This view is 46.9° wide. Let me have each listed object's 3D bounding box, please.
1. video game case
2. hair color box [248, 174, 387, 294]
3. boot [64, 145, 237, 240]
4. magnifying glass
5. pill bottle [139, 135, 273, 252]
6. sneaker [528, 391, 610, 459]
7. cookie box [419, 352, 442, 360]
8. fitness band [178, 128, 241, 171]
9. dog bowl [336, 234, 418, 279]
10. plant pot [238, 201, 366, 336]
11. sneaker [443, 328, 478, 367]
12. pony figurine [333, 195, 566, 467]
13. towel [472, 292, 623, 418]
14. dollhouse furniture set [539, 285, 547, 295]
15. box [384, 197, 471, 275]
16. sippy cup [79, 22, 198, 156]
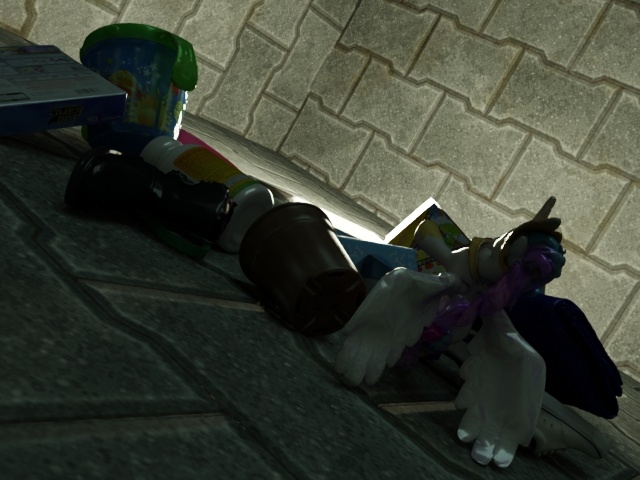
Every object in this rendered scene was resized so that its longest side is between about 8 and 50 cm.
[{"bbox_3d":[-0.528,-0.272,1.305,0.244,0.061,0.269,35,34,28],"label":"video game case"},{"bbox_3d":[0.000,0.000,1.622,0.374,0.113,0.185,23,11,-34],"label":"hair color box"},{"bbox_3d":[-0.247,-0.067,1.133,0.207,0.094,0.246,22,11,5],"label":"boot"},{"bbox_3d":[-0.275,-0.039,1.229,0.231,0.026,0.092,33,9,25],"label":"magnifying glass"},{"bbox_3d":[-0.219,-0.095,1.361,0.246,0.136,0.136,34,9,24],"label":"pill bottle"},{"bbox_3d":[0.355,0.295,1.161,0.258,0.091,0.094,35,-1,-26],"label":"sneaker"},{"bbox_3d":[0.169,0.178,1.383,0.107,0.040,0.092,35,12,39],"label":"cookie box"},{"bbox_3d":[-0.275,-0.184,1.770,0.209,0.054,0.291,37,-7,-14],"label":"fitness band"},{"bbox_3d":[0.068,0.036,1.468,0.297,0.074,0.166,10,-4,-31],"label":"dog bowl"},{"bbox_3d":[-0.022,0.051,1.140,0.167,0.167,0.165,23,18,-37],"label":"plant pot"},{"bbox_3d":[0.232,0.179,1.309,0.217,0.079,0.121,40,-8,42],"label":"sneaker"},{"bbox_3d":[0.191,0.103,1.082,0.303,0.351,0.363,32,-11,-10],"label":"pony figurine"},{"bbox_3d":[0.354,0.164,1.245,0.227,0.076,0.308,59,-18,-16],"label":"towel"},{"bbox_3d":[0.321,0.160,1.464,0.242,0.212,0.161,4,-5,26],"label":"dollhouse furniture set"},{"bbox_3d":[0.320,0.052,1.934,0.279,0.177,0.290,49,9,0],"label":"box"},{"bbox_3d":[-0.371,-0.277,1.484,0.240,0.224,0.305,3,-20,-10],"label":"sippy cup"}]
